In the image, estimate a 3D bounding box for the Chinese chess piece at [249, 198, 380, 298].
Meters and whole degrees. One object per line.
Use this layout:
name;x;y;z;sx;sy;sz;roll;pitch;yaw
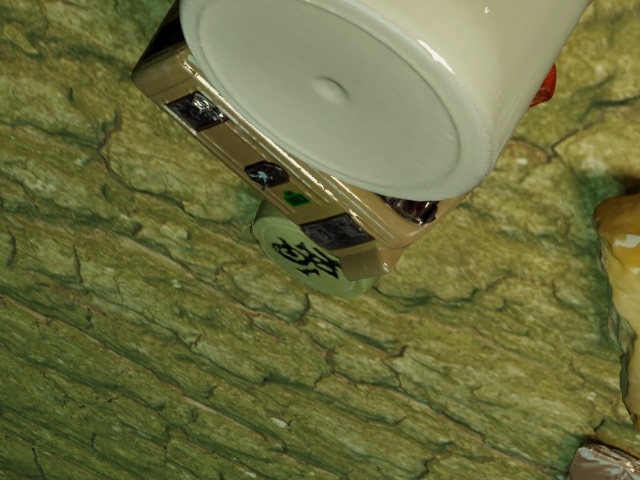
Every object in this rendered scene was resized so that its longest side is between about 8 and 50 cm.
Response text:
Chinese chess piece;0.000;0.000;1.849;0.144;0.058;0.144;27;157;13

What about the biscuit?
biscuit;0.333;0.071;1.530;0.213;0.091;0.274;13;137;21

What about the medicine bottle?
medicine bottle;0.059;-0.183;1.203;0.237;0.232;0.238;26;155;13

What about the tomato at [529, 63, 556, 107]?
tomato;0.104;-0.153;1.393;0.159;0.091;0.139;7;173;-12

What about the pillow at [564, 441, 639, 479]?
pillow;0.337;0.304;2.057;0.135;0.049;0.248;24;151;13

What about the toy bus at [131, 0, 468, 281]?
toy bus;-0.008;-0.104;1.531;0.289;0.157;0.139;41;155;-21
